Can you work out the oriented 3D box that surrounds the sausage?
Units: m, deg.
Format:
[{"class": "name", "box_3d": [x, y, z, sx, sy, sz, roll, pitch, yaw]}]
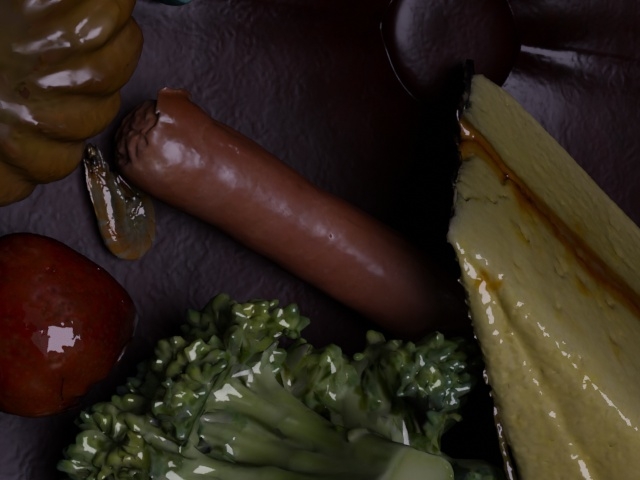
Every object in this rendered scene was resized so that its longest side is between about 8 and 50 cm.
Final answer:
[{"class": "sausage", "box_3d": [0.000, 0.000, 1.562, 0.419, 0.094, 0.094, 32, 67, -24]}]

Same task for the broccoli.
[{"class": "broccoli", "box_3d": [-0.018, 0.191, 1.469, 0.338, 0.317, 0.277, 39, 59, -61]}]

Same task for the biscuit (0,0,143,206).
[{"class": "biscuit", "box_3d": [-0.293, -0.154, 1.330, 0.325, 0.107, 0.326, -7, 119, -14]}]

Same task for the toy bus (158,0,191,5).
[{"class": "toy bus", "box_3d": [-0.207, -0.287, 1.449, 0.261, 0.091, 0.109, 22, 88, -25]}]

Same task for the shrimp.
[{"class": "shrimp", "box_3d": [-0.172, -0.036, 1.510, 0.059, 0.023, 0.108, -21, 101, -36]}]

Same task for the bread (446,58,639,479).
[{"class": "bread", "box_3d": [0.181, 0.088, 1.574, 0.405, 0.346, 0.242, 41, 117, 1]}]

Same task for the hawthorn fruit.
[{"class": "hawthorn fruit", "box_3d": [-0.238, 0.059, 1.413, 0.148, 0.148, 0.172, -42, 102, -21]}]
